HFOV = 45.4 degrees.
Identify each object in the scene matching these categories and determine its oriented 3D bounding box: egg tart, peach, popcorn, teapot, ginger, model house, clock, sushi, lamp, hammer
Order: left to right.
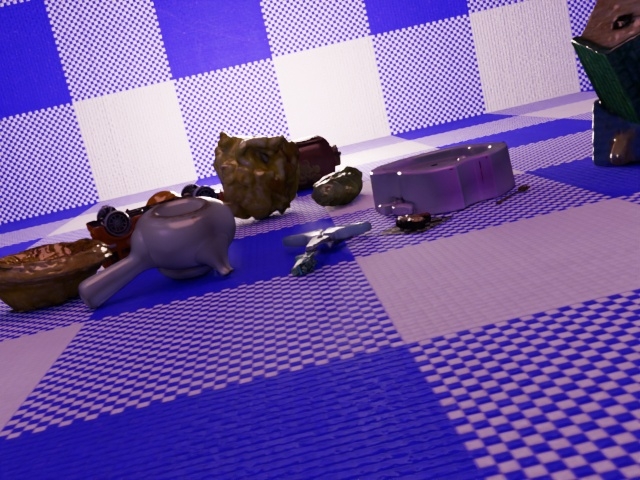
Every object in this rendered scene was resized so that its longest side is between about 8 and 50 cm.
[{"bbox_3d":[-0.581,0.074,1.636,0.290,0.115,0.290,-10,11,2],"label":"egg tart"},{"bbox_3d":[-0.324,0.014,1.542,0.318,0.149,0.220,-12,20,-3],"label":"teapot"},{"bbox_3d":[-0.418,-0.066,2.097,0.138,0.138,0.138,-12,11,2],"label":"peach"},{"bbox_3d":[-0.184,-0.178,2.104,0.237,0.293,0.293,14,22,25],"label":"popcorn"},{"bbox_3d":[-0.052,-0.260,2.517,0.258,0.180,0.180,-16,11,-4],"label":"lamp"},{"bbox_3d":[0.048,-0.144,2.096,0.137,0.089,0.290,6,17,0],"label":"ginger"},{"bbox_3d":[0.192,-0.043,1.567,0.120,0.026,0.126,-3,14,42],"label":"sushi"},{"bbox_3d":[0.273,-0.143,1.778,0.338,0.102,0.338,-13,11,3],"label":"clock"},{"bbox_3d":[0.407,-0.097,1.631,0.029,0.014,0.123,-14,8,46],"label":"hammer"},{"bbox_3d":[0.746,-0.351,1.652,0.334,0.382,0.343,0,52,48],"label":"model house"}]

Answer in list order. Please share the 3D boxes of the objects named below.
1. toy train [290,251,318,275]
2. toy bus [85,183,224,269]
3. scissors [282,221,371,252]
[{"bbox_3d":[-0.031,0.042,1.399,0.045,0.029,0.092,-18,11,13],"label":"toy train"},{"bbox_3d":[-0.392,-0.038,1.875,0.329,0.153,0.143,-19,14,-23],"label":"toy bus"},{"bbox_3d":[0.000,0.002,1.473,0.191,0.029,0.360,-10,6,7],"label":"scissors"}]
